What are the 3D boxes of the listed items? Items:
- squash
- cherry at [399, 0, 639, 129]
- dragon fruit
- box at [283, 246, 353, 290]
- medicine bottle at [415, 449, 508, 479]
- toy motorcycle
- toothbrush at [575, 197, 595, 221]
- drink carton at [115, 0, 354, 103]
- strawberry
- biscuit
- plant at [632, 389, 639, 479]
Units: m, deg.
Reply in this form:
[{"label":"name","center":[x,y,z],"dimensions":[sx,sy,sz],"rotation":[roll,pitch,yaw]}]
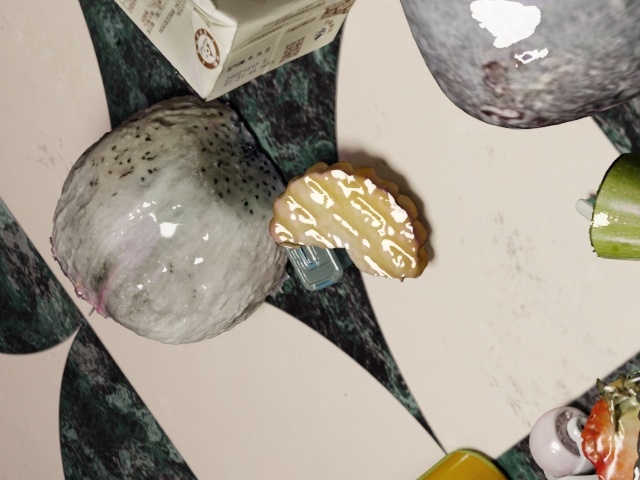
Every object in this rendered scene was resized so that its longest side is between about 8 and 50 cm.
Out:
[{"label":"squash","center":[0.325,-0.016,1.609],"dimensions":[0.132,0.105,0.105],"rotation":[17,126,30]},{"label":"cherry","center":[0.188,-0.222,1.527],"dimensions":[0.296,0.218,0.255],"rotation":[-4,111,39]},{"label":"dragon fruit","center":[-0.179,-0.027,2.084],"dimensions":[0.283,0.204,0.221],"rotation":[53,142,9]},{"label":"box","center":[0.000,0.000,2.016],"dimensions":[0.074,0.054,0.099],"rotation":[-25,93,50]},{"label":"medicine bottle","center":[0.109,0.336,1.956],"dimensions":[0.124,0.239,0.124],"rotation":[27,133,33]},{"label":"toy motorcycle","center":[0.294,0.287,1.813],"dimensions":[0.254,0.112,0.112],"rotation":[56,143,12]},{"label":"toothbrush","center":[0.345,0.028,1.659],"dimensions":[0.263,0.026,0.022],"rotation":[36,127,29]},{"label":"drink carton","center":[-0.134,-0.324,1.847],"dimensions":[0.324,0.194,0.132],"rotation":[49,143,14]},{"label":"strawberry","center":[0.356,0.219,1.719],"dimensions":[0.175,0.107,0.236],"rotation":[-24,96,16]},{"label":"biscuit","center":[0.040,-0.029,1.929],"dimensions":[0.183,0.061,0.118],"rotation":[21,115,16]},{"label":"plant","center":[0.380,0.132,1.471],"dimensions":[0.188,0.276,0.199],"rotation":[37,125,29]}]
